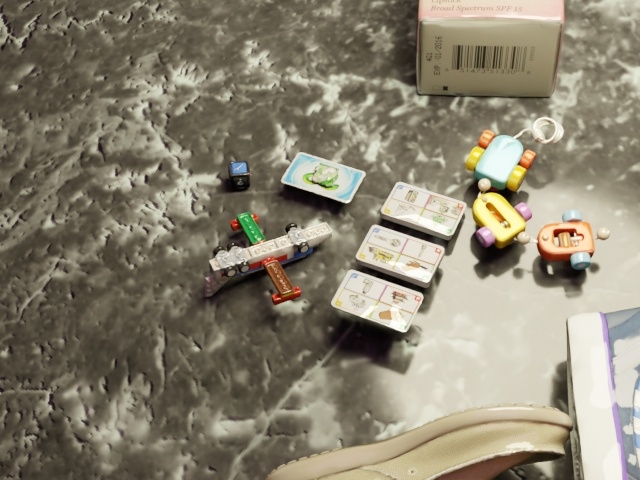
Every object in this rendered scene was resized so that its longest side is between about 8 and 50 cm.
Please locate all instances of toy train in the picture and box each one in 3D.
[{"bbox_3d":[0.208,-0.038,1.158,0.125,0.046,0.166,-8,62,-2],"label":"toy train"}]

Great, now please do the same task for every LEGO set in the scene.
[{"bbox_3d":[0.000,0.000,1.162,0.244,0.060,0.182,18,50,13],"label":"LEGO set"}]

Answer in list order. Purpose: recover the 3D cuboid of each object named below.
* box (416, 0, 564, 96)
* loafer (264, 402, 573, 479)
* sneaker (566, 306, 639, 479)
[{"bbox_3d":[0.180,-0.282,1.258,0.149,0.127,0.232,1,59,6],"label":"box"},{"bbox_3d":[0.087,0.207,0.986,0.268,0.102,0.092,-18,70,11],"label":"loafer"},{"bbox_3d":[0.330,0.187,0.958,0.236,0.130,0.323,-3,53,7],"label":"sneaker"}]
